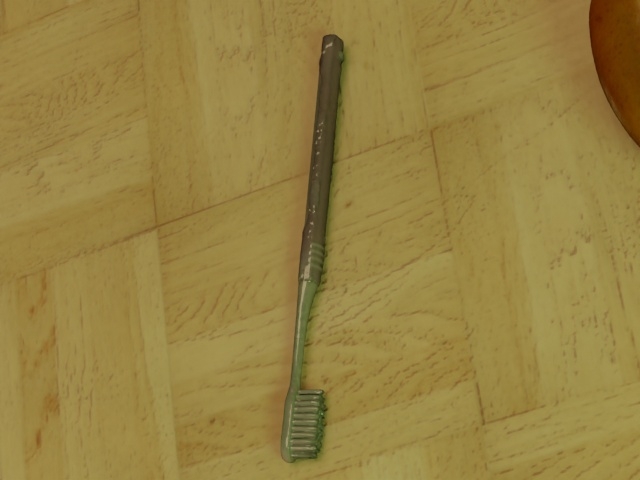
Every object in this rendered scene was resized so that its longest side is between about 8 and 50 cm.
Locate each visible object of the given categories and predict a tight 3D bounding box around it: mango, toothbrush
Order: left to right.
[{"bbox_3d":[0.000,0.000,1.435,0.029,0.024,0.354,-4,67,22],"label":"toothbrush"},{"bbox_3d":[0.268,-0.124,1.300,0.141,0.102,0.217,-16,62,-5],"label":"mango"}]
